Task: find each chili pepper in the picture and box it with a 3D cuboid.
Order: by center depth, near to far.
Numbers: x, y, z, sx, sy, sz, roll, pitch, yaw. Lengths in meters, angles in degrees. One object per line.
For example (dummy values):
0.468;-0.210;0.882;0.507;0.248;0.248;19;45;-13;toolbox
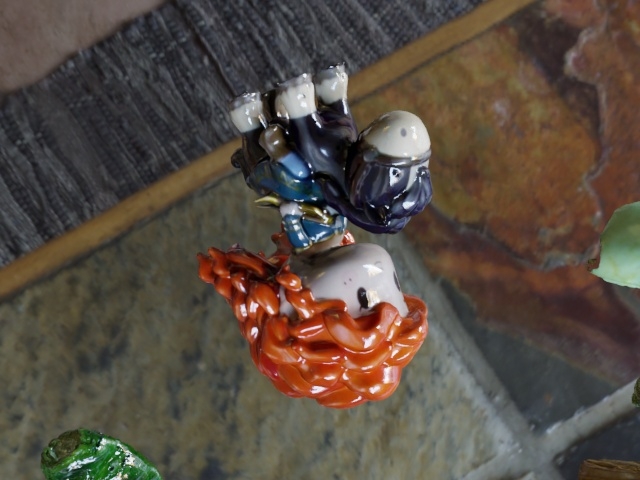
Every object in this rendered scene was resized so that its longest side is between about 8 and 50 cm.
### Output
-0.206;0.274;0.987;0.098;0.224;0.061;-31;40;-8;chili pepper

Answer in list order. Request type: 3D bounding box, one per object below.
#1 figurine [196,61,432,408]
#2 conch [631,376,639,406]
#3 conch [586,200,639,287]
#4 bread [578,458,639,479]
0.006;-0.009;1.165;0.306;0.241;0.411;15;110;17;figurine
0.677;0.306;1.908;0.074;0.121;0.089;7;73;-28;conch
0.423;-0.001;0.980;0.251;0.137;0.143;11;85;30;conch
0.643;0.556;1.730;0.191;0.314;0.370;-28;106;-39;bread
